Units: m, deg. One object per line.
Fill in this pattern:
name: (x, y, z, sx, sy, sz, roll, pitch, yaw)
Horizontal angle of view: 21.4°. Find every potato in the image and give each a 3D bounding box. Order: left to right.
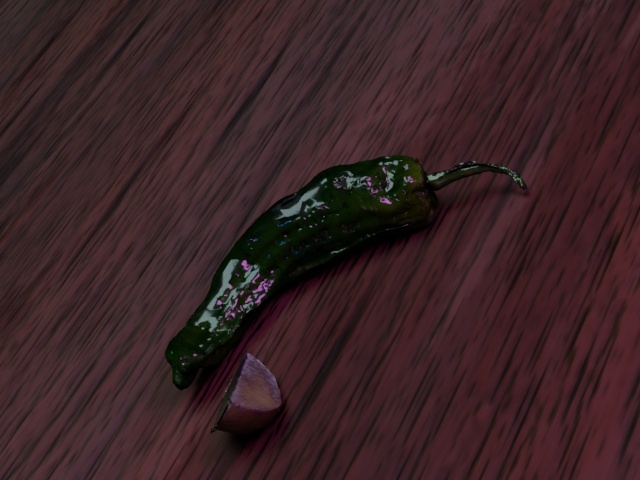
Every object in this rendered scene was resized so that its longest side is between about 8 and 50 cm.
potato: (-0.047, 0.110, 1.113, 0.093, 0.036, 0.037, -76, 11, -74)

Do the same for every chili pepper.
chili pepper: (0.000, 0.000, 1.202, 0.279, 0.065, 0.122, -35, 38, 0)
